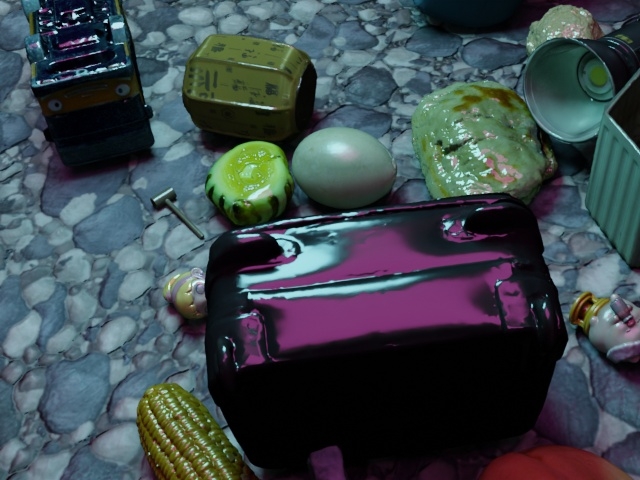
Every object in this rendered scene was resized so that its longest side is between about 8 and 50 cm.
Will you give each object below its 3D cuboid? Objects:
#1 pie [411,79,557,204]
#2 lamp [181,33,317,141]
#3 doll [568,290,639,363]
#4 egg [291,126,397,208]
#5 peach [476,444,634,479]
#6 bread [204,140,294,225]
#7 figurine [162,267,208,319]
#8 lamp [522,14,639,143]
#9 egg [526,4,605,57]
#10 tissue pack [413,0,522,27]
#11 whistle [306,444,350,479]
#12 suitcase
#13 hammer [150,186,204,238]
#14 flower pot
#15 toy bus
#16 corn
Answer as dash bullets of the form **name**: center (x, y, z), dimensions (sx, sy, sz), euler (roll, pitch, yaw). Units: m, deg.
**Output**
- **pie**: center (0.238, -0.142, 1.330), dimensions (0.201, 0.090, 0.248), euler (-9, 51, -5)
- **lamp**: center (-0.106, -0.230, 1.410), dimensions (0.185, 0.161, 0.161), euler (14, 51, 15)
- **doll**: center (0.359, 0.101, 1.099), dimensions (0.073, 0.084, 0.127), euler (-38, 47, -24)
- **egg**: center (0.033, -0.101, 1.300), dimensions (0.152, 0.114, 0.114), euler (7, 49, 21)
- **peach**: center (0.229, 0.282, 0.897), dimensions (0.184, 0.184, 0.184), euler (-4, 48, 4)
- **bread**: center (-0.097, -0.078, 1.324), dimensions (0.130, 0.071, 0.139), euler (-27, 49, -17)
- **figurine**: center (-0.115, 0.056, 1.212), dimensions (0.187, 0.083, 0.083), euler (-17, 48, 0)
- **lamp**: center (0.411, -0.237, 1.324), dimensions (0.227, 0.172, 0.147), euler (-27, 62, -36)
- **egg**: center (0.380, -0.302, 1.438), dimensions (0.118, 0.116, 0.140), euler (29, 53, -6)
- **tissue pack**: center (0.275, -0.498, 1.515), dimensions (0.206, 0.287, 0.198), euler (6, 46, -10)
- **whistle**: center (0.080, 0.374, 0.837), dimensions (0.188, 0.168, 0.405), euler (-36, 49, -25)
- **suitcase**: center (0.064, 0.112, 0.960), dimensions (0.345, 0.339, 0.188), euler (-9, 56, 0)
- **hammer**: center (-0.201, -0.035, 1.340), dimensions (0.035, 0.019, 0.110), euler (-34, 58, -21)
- **flower pot**: center (0.469, -0.094, 1.192), dimensions (0.209, 0.189, 0.239), euler (28, 58, 28)
- **toy bus**: center (-0.365, -0.280, 1.460), dimensions (0.162, 0.194, 0.323), euler (-14, 45, -6)
- **corn**: center (-0.117, 0.268, 0.999), dimensions (0.102, 0.102, 0.313), euler (-31, 51, -20)
